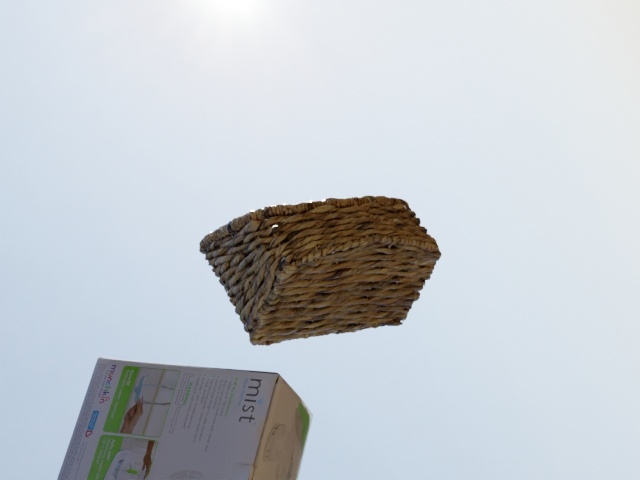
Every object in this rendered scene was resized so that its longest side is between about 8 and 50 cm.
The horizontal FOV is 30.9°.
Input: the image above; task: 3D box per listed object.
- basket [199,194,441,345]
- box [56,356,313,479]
[{"bbox_3d":[0.000,0.000,1.753,0.299,0.213,0.223,-5,-134,-32],"label":"basket"},{"bbox_3d":[-0.156,0.272,1.241,0.127,0.231,0.262,59,-142,-54],"label":"box"}]
